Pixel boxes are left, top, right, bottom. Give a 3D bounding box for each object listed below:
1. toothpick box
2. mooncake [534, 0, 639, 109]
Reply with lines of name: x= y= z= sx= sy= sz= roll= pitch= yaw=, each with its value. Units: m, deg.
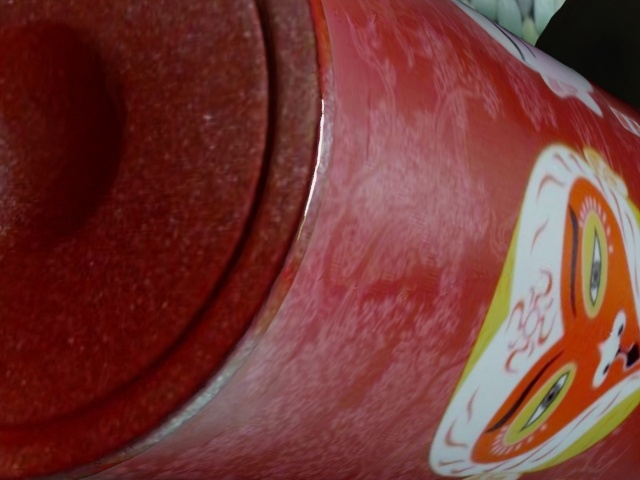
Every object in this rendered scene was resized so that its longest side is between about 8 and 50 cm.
toothpick box: x=0.000 y=0.000 z=0.696 sx=0.333 sy=0.204 sz=0.204 roll=20 pitch=69 yaw=-58
mooncake: x=0.215 y=0.014 z=0.934 sx=0.187 sy=0.324 sz=0.324 roll=1 pitch=83 yaw=-16
